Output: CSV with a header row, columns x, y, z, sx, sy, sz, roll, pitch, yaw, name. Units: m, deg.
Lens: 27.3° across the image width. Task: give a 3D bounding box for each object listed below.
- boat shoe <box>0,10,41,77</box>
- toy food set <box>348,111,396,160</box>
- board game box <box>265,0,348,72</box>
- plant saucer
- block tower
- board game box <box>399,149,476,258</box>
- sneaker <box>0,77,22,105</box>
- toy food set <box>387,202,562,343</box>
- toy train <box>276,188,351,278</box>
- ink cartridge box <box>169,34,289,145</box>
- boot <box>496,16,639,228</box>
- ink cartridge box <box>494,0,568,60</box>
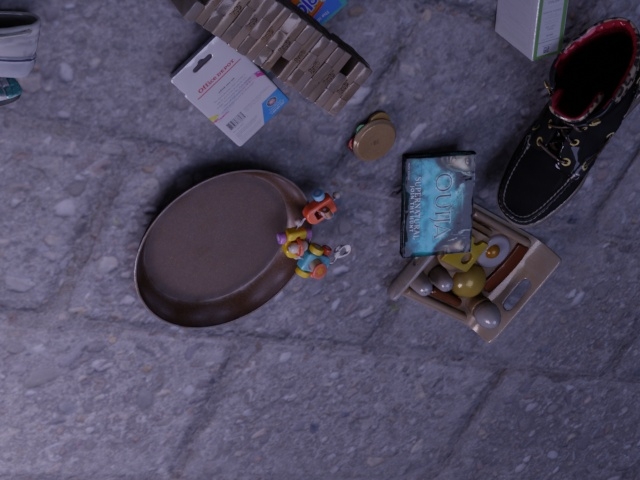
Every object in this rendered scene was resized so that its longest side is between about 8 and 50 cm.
x,y,z,sx,sy,sz,roll,pitch,yaw,name
-0.471,-0.261,1.638,0.267,0.096,0.088,3,120,-37,boat shoe
0.086,-0.165,2.145,0.082,0.020,0.083,-35,138,-3,toy food set
-0.077,-0.356,1.854,0.160,0.047,0.210,-42,138,4,board game box
-0.159,0.007,2.106,0.310,0.050,0.311,-19,134,-21,plant saucer
-0.063,-0.288,1.821,0.335,0.091,0.097,27,108,-45,block tower
0.200,-0.062,2.253,0.126,0.026,0.186,-5,116,-10,board game box
-0.478,-0.181,1.735,0.166,0.065,0.076,-11,147,-23,sneaker
0.288,0.066,2.424,0.306,0.092,0.220,25,109,-44,toy food set
0.000,0.000,2.138,0.125,0.046,0.166,-31,136,-7,toy train
-0.141,-0.230,1.907,0.104,0.061,0.181,-43,138,4,ink cartridge box
0.412,-0.195,2.175,0.377,0.138,0.284,-49,165,5,boot
0.332,-0.398,2.050,0.062,0.109,0.209,-19,133,-20,ink cartridge box
